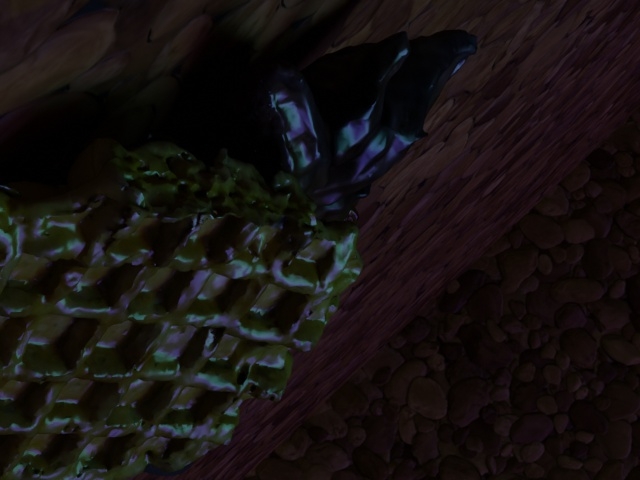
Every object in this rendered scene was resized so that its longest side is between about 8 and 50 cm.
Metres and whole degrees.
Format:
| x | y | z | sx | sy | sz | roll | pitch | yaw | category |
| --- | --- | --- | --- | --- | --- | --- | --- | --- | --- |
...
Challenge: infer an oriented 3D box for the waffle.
| x | y | z | sx | sy | sz | roll | pitch | yaw | category |
| --- | --- | --- | --- | --- | --- | --- | --- | --- | --- |
| -0.120 | 0.050 | 0.795 | 0.307 | 0.060 | 0.312 | -32 | 147 | -5 | waffle |

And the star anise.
| x | y | z | sx | sy | sz | roll | pitch | yaw | category |
| --- | --- | --- | --- | --- | --- | --- | --- | --- | --- |
| -0.044 | -0.031 | 0.931 | 0.292 | 0.109 | 0.349 | -53 | 162 | 28 | star anise |

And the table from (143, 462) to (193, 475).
| x | y | z | sx | sy | sz | roll | pitch | yaw | category |
| --- | --- | --- | --- | --- | --- | --- | --- | --- | --- |
| -0.138 | 0.120 | 1.101 | 0.043 | 0.133 | 0.133 | -46 | 170 | 21 | table |

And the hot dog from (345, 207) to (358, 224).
| x | y | z | sx | sy | sz | roll | pitch | yaw | category |
| --- | --- | --- | --- | --- | --- | --- | --- | --- | --- |
| 0.000 | 0.000 | 1.460 | 0.049 | 0.037 | 0.122 | -11 | 142 | -52 | hot dog |
